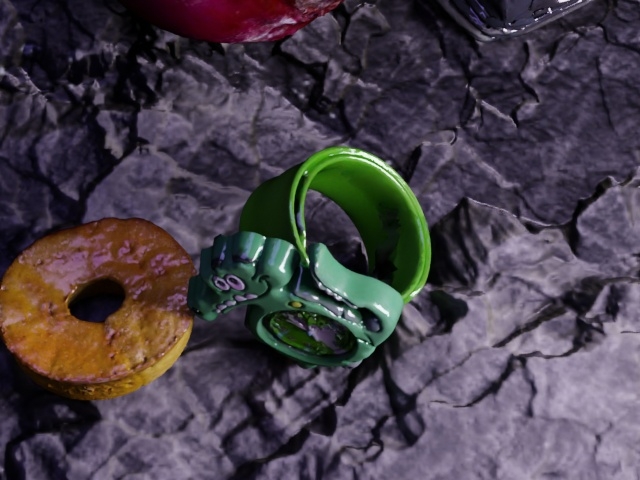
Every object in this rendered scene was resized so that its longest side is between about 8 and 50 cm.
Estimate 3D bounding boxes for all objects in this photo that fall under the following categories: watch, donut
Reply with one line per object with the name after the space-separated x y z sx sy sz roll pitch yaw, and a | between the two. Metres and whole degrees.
0.000 0.000 1.447 0.165 0.131 0.152 32 56 -22 | watch
-0.163 0.055 1.479 0.152 0.058 0.152 -1 57 2 | donut

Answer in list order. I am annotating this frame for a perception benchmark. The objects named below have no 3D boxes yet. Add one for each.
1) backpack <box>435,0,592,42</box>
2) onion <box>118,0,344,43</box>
0.202 -0.288 1.658 0.258 0.133 0.206 -25 64 -22 | backpack
-0.086 -0.303 1.589 0.260 0.282 0.336 -42 68 20 | onion
